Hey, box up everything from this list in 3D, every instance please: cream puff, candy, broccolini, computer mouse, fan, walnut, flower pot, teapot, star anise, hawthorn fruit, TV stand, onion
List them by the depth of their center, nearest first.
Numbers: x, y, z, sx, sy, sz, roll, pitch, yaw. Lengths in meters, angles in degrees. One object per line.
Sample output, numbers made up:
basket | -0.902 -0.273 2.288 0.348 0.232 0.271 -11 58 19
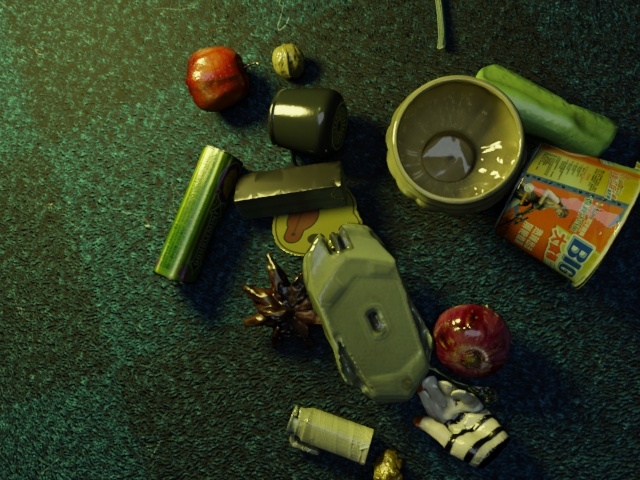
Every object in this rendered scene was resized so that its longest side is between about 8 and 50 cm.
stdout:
onion | 0.344 0.229 1.184 0.178 0.153 0.177 -1 101 -4
flower pot | 0.302 -0.200 1.186 0.308 0.244 0.306 -1 86 7
computer mouse | 0.104 0.172 1.202 0.228 0.145 0.428 -23 91 -11
cream puff | 0.160 0.537 1.213 0.083 0.058 0.083 -35 37 -12
candy | 0.513 -0.301 1.220 0.344 0.142 0.131 28 80 9
broccolini | 0.317 0.335 1.236 0.218 0.042 0.044 19 88 15
teapot | 0.018 0.473 1.240 0.201 0.077 0.107 17 106 9
star anise | -0.074 0.159 1.242 0.272 0.102 0.271 1 106 4
TV stand | -0.073 -0.126 1.288 0.270 0.082 0.088 -7 54 10
fan | -0.055 -0.061 1.295 0.336 0.011 0.229 7 59 22
hawthorn fruit | -0.247 -0.422 1.331 0.194 0.157 0.156 -20 82 3
walnut | -0.082 -0.467 1.349 0.092 0.092 0.091 -1 84 8

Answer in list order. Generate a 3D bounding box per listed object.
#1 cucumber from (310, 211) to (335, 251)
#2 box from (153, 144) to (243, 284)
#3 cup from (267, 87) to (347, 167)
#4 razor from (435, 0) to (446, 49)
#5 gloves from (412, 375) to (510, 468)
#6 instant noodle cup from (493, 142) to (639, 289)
cucumber | 0.000 0.000 1.297 0.115 0.062 0.116 -30 63 2
box | -0.304 -0.058 1.310 0.097 0.134 0.345 21 86 8
cup | -0.035 -0.270 1.292 0.177 0.169 0.222 12 115 13
razor | 0.306 -0.584 1.330 0.068 0.037 0.191 -11 84 49
gloves | 0.313 0.406 1.190 0.219 0.131 0.140 43 101 37
instant noodle cup | 0.527 -0.068 1.133 0.214 0.296 0.296 27 88 17
